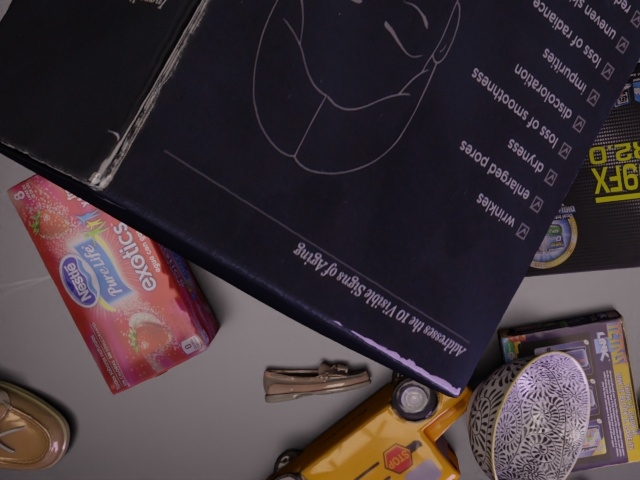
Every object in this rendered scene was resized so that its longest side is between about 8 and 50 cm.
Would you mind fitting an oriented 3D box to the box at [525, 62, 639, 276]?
[{"bbox_3d":[0.314,-0.078,1.495,0.270,0.060,0.216,-6,97,26],"label":"box"}]

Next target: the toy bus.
[{"bbox_3d":[0.042,0.267,1.572,0.333,0.108,0.130,-38,94,7],"label":"toy bus"}]

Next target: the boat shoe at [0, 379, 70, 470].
[{"bbox_3d":[-0.433,0.205,1.599,0.285,0.089,0.104,15,97,1],"label":"boat shoe"}]

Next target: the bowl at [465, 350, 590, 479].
[{"bbox_3d":[0.211,0.194,1.506,0.080,0.170,0.170,14,100,45],"label":"bowl"}]

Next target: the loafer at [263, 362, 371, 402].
[{"bbox_3d":[-0.006,0.159,1.596,0.125,0.045,0.039,-11,89,7],"label":"loafer"}]

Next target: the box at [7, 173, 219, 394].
[{"bbox_3d":[-0.226,0.025,1.547,0.123,0.128,0.257,-26,95,6],"label":"box"}]

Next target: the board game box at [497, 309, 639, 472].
[{"bbox_3d":[0.285,0.176,1.580,0.141,0.048,0.170,-10,96,2],"label":"board game box"}]

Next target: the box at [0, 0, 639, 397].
[{"bbox_3d":[0.011,-0.179,1.277,0.480,0.297,0.471,33,82,-41],"label":"box"}]

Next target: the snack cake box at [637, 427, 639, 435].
[{"bbox_3d":[0.496,0.158,1.525,0.152,0.089,0.264,32,98,-22],"label":"snack cake box"}]
